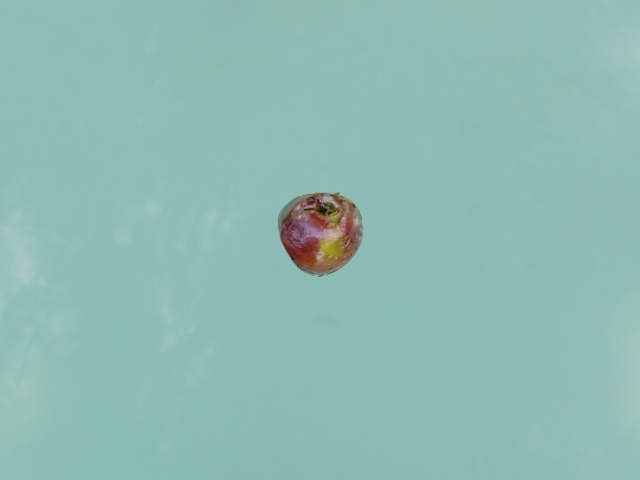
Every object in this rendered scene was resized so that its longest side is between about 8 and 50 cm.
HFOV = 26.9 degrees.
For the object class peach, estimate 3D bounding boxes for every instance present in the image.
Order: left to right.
[{"bbox_3d":[0.000,0.000,1.152,0.077,0.050,0.083,2,150,-10],"label":"peach"}]
